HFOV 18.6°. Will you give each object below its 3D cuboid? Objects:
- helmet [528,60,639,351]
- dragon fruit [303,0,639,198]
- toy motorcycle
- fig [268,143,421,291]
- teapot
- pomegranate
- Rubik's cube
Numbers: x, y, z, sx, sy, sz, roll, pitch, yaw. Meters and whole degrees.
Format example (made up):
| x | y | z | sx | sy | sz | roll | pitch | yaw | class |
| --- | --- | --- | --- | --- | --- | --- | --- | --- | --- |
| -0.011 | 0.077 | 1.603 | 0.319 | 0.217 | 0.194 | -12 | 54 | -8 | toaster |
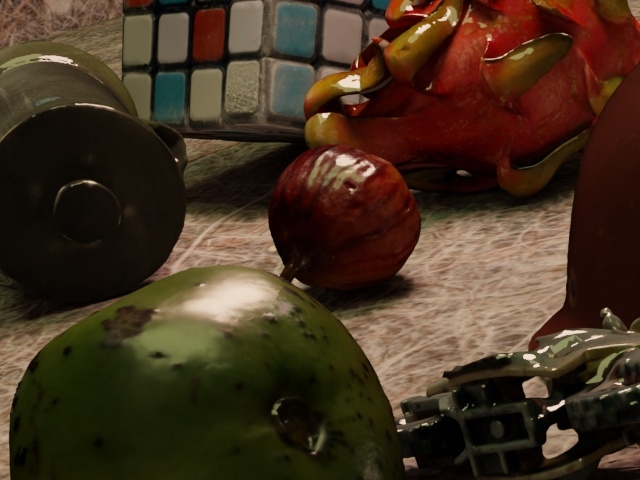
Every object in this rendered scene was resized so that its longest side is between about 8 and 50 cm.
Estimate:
| x | y | z | sx | sy | sz | roll | pitch | yaw | class |
| --- | --- | --- | --- | --- | --- | --- | --- | --- | --- |
| 0.309 | -0.051 | 1.285 | 0.385 | 0.230 | 0.337 | -1 | 19 | 31 | helmet |
| 0.149 | -0.154 | 1.810 | 0.307 | 0.243 | 0.227 | 10 | -20 | 11 | dragon fruit |
| 0.136 | 0.099 | 1.151 | 0.229 | 0.094 | 0.130 | -15 | 4 | 45 | toy motorcycle |
| 0.003 | -0.012 | 1.589 | 0.150 | 0.128 | 0.128 | -19 | 16 | -5 | fig |
| -0.266 | -0.051 | 1.825 | 0.270 | 0.200 | 0.337 | -27 | 19 | -7 | teapot |
| -0.073 | 0.136 | 1.015 | 0.214 | 0.214 | 0.248 | -26 | -14 | -42 | pomegranate |
| -0.035 | -0.228 | 2.024 | 0.259 | 0.256 | 0.253 | 3 | 0 | -40 | Rubik's cube |
